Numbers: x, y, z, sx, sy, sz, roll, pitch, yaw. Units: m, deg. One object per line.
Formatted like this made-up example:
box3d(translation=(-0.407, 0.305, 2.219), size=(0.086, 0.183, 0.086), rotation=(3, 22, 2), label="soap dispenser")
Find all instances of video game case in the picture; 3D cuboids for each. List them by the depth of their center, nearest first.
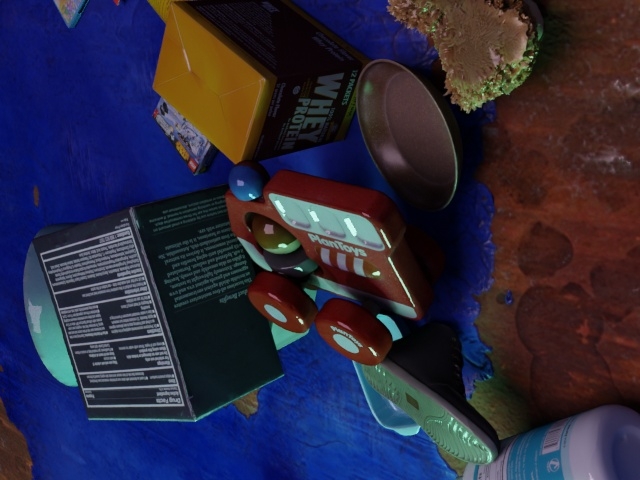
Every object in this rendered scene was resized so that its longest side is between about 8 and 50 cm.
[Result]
box3d(translation=(-0.444, -0.479, 1.545), size=(0.166, 0.015, 0.119), rotation=(-40, 75, 45), label="video game case")

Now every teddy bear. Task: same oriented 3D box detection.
box3d(translation=(0.152, -0.314, 0.946), size=(0.338, 0.113, 0.245), rotation=(56, 133, 24), label="teddy bear")

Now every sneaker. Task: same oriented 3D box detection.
box3d(translation=(0.163, 0.178, 1.079), size=(0.222, 0.118, 0.083), rotation=(36, 145, 40), label="sneaker")

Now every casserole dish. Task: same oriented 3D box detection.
box3d(translation=(0.102, 0.181, 1.223), size=(0.114, 0.037, 0.188), rotation=(-21, 89, 48), label="casserole dish")

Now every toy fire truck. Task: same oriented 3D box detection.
box3d(translation=(0.000, 0.000, 1.081), size=(0.302, 0.169, 0.254), rotation=(18, 151, 38), label="toy fire truck")

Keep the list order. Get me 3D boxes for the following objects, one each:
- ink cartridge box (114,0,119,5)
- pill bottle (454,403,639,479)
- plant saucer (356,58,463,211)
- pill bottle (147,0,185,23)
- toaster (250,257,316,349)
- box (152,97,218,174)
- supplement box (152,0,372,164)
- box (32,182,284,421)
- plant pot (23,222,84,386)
box3d(translation=(-0.389, -0.541, 1.367), size=(0.275, 0.060, 0.239), rotation=(56, 147, 6), label="ink cartridge box")
box3d(translation=(0.268, 0.294, 1.016), size=(0.264, 0.146, 0.146), rotation=(-36, 78, 47), label="pill bottle")
box3d(translation=(0.114, -0.132, 1.057), size=(0.198, 0.036, 0.198), rotation=(49, 154, 33), label="plant saucer")
box3d(translation=(-0.186, -0.359, 1.252), size=(0.215, 0.117, 0.117), rotation=(52, 135, 19), label="pill bottle")
box3d(translation=(-0.100, 0.076, 1.334), size=(0.168, 0.110, 0.185), rotation=(32, 126, 35), label="toaster")
box3d(translation=(-0.217, -0.188, 1.414), size=(0.137, 0.027, 0.094), rotation=(53, 134, 17), label="box")
box3d(translation=(-0.077, -0.217, 1.137), size=(0.191, 0.194, 0.129), rotation=(42, 131, 27), label="supplement box")
box3d(translation=(-0.242, 0.097, 1.269), size=(0.296, 0.183, 0.294), rotation=(-11, 95, 46), label="box")
box3d(translation=(-0.356, 0.098, 1.518), size=(0.195, 0.290, 0.290), rotation=(-10, 100, 11), label="plant pot")
